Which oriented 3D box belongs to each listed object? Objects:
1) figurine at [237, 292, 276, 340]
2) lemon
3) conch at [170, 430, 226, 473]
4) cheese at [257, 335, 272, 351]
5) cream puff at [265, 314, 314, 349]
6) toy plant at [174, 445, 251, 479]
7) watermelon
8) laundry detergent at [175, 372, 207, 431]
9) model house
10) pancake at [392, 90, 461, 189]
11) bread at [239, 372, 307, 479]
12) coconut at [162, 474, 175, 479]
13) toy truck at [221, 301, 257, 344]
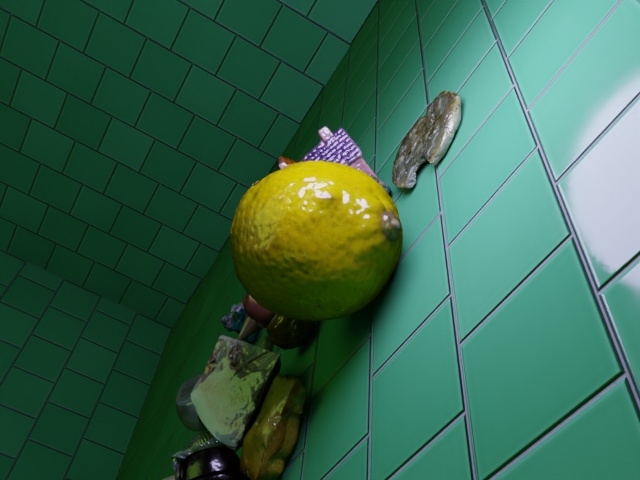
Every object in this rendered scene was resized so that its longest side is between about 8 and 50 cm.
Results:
[{"bbox_3d":[-0.111,0.144,1.933,0.207,0.166,0.387,17,70,39],"label":"figurine"},{"bbox_3d":[0.000,0.000,1.424,0.387,0.350,0.350,-13,44,33],"label":"lemon"},{"bbox_3d":[-0.326,0.609,1.918,0.153,0.102,0.135,-30,54,5],"label":"conch"},{"bbox_3d":[-0.172,0.403,1.895,0.085,0.034,0.400,-56,16,25],"label":"cheese"},{"bbox_3d":[-0.070,0.214,1.737,0.144,0.103,0.126,-45,9,49],"label":"cream puff"},{"bbox_3d":[-0.229,0.586,1.525,0.218,0.175,0.235,124,139,-51],"label":"toy plant"},{"bbox_3d":[-0.175,0.355,1.660,0.310,0.193,0.232,-34,-52,-51],"label":"watermelon"},{"bbox_3d":[-0.310,0.468,1.993,0.280,0.214,0.105,-158,53,-76],"label":"laundry detergent"},{"bbox_3d":[0.012,-0.140,1.687,0.237,0.237,0.202,-38,11,8],"label":"model house"},{"bbox_3d":[0.246,-0.232,1.575,0.254,0.037,0.254,-55,16,24],"label":"pancake"},{"bbox_3d":[-0.099,0.410,1.498,0.233,0.088,0.161,-63,10,-13],"label":"bread"},{"bbox_3d":[-0.359,0.685,1.785,0.171,0.170,0.183,-59,17,14],"label":"coconut"},{"bbox_3d":[-0.252,0.269,2.301,0.116,0.110,0.216,-51,12,-7],"label":"toy truck"}]
